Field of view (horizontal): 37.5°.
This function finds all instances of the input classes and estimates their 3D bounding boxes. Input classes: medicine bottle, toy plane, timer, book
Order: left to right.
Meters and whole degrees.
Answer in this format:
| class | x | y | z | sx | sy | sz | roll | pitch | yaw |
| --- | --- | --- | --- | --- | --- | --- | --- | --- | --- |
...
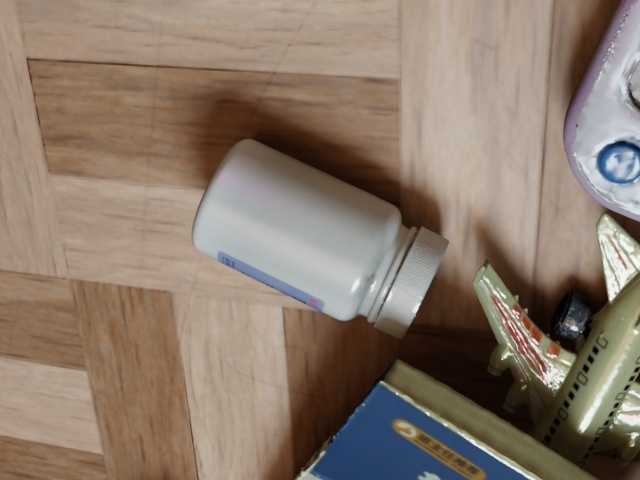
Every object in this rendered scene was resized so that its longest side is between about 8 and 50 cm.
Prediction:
| class | x | y | z | sx | sy | sz | roll | pitch | yaw |
| --- | --- | --- | --- | --- | --- | --- | --- | --- | --- |
| medicine bottle | 0.000 | 0.000 | 0.755 | 0.187 | 0.102 | 0.102 | 25 | 123 | 5 |
| book | 0.108 | 0.282 | 0.834 | 0.300 | 0.039 | 0.428 | 31 | 141 | 2 |
| toy plane | 0.214 | 0.110 | 0.737 | 0.242 | 0.104 | 0.256 | 24 | 123 | 3 |
| timer | 0.280 | -0.087 | 0.627 | 0.209 | 0.069 | 0.190 | 25 | 123 | 7 |
